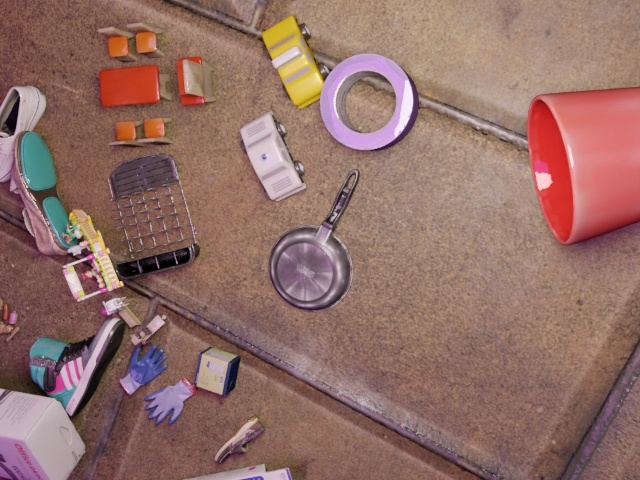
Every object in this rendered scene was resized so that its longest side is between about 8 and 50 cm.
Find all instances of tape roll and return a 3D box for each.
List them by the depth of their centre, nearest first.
[{"bbox_3d":[0.100,-0.277,1.262,0.189,0.080,0.188,2,98,16],"label":"tape roll"}]

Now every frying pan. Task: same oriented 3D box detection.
[{"bbox_3d":[0.018,0.024,1.346,0.326,0.053,0.197,-42,85,21],"label":"frying pan"}]

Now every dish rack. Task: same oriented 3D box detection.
[{"bbox_3d":[-0.400,-0.061,1.448,0.209,0.074,0.271,-13,93,18],"label":"dish rack"}]

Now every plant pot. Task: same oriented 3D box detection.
[{"bbox_3d":[0.513,-0.143,1.067,0.244,0.275,0.274,-11,94,8],"label":"plant pot"}]

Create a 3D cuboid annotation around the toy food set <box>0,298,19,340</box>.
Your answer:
[{"bbox_3d":[-0.835,0.201,1.646,0.078,0.019,0.122,-41,76,17],"label":"toy food set"}]

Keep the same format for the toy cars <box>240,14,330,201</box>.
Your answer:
[{"bbox_3d":[-0.085,-0.278,1.314,0.177,0.087,0.393,17,102,15],"label":"toy cars"}]

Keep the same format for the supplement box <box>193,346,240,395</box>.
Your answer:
[{"bbox_3d":[-0.241,0.304,1.453,0.083,0.056,0.083,15,101,15],"label":"supplement box"}]

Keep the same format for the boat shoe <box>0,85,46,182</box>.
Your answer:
[{"bbox_3d":[-0.769,-0.260,1.527,0.096,0.088,0.267,41,107,11],"label":"boat shoe"}]

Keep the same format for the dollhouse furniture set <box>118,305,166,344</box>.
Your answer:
[{"bbox_3d":[-0.433,0.182,1.492,0.081,0.091,0.114,-44,80,2],"label":"dollhouse furniture set"}]

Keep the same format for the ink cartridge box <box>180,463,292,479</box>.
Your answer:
[{"bbox_3d":[-0.205,0.642,1.482,0.371,0.069,0.175,-18,91,21],"label":"ink cartridge box"}]

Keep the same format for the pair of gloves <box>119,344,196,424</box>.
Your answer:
[{"bbox_3d":[-0.404,0.353,1.529,0.159,0.023,0.198,-42,85,16],"label":"pair of gloves"}]

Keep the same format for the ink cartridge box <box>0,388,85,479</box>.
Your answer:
[{"bbox_3d":[-0.786,0.489,1.563,0.308,0.129,0.223,5,129,17],"label":"ink cartridge box"}]

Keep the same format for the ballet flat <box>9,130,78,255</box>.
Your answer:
[{"bbox_3d":[-0.699,-0.107,1.521,0.106,0.108,0.315,-17,90,25],"label":"ballet flat"}]

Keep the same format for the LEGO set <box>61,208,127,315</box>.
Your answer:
[{"bbox_3d":[-0.551,0.043,1.441,0.107,0.132,0.286,-24,75,-25],"label":"LEGO set"}]

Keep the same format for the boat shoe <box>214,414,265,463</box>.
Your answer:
[{"bbox_3d":[-0.191,0.478,1.460,0.049,0.056,0.152,44,107,13],"label":"boat shoe"}]

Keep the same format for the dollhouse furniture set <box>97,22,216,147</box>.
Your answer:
[{"bbox_3d":[-0.374,-0.344,1.370,0.259,0.135,0.261,-1,97,17],"label":"dollhouse furniture set"}]

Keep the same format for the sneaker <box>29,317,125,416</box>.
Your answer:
[{"bbox_3d":[-0.614,0.277,1.537,0.179,0.124,0.295,32,106,1],"label":"sneaker"}]
